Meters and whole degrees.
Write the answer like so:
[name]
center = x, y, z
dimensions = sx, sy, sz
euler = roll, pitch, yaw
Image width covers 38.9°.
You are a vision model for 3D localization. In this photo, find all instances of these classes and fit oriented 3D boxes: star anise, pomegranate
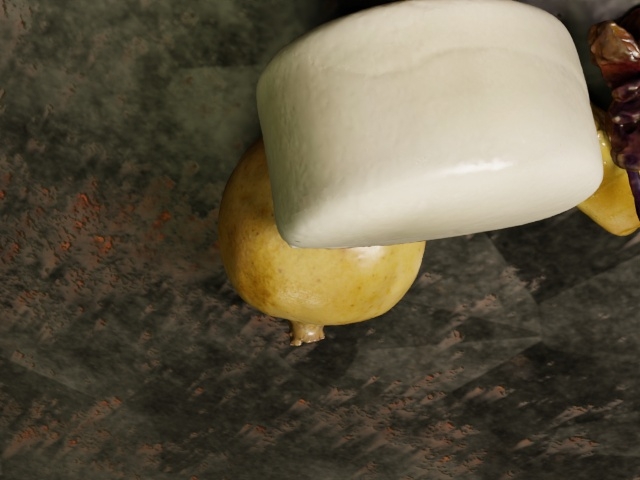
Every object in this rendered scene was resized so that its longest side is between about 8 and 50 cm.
[star anise]
center = 0.242, -0.077, 0.670
dimensions = 0.097, 0.191, 0.070
euler = -3, 172, -44
[pomegranate]
center = 0.000, 0.000, 0.777
dimensions = 0.196, 0.196, 0.196
euler = 7, 135, 7

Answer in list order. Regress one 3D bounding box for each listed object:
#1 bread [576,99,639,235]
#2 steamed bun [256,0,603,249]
[bread]
center = 0.233, -0.060, 0.751
dimensions = 0.132, 0.053, 0.074
euler = 36, 131, -23
[steamed bun]
center = 0.084, -0.080, 0.634
dimensions = 0.241, 0.146, 0.164
euler = -6, 166, -19
